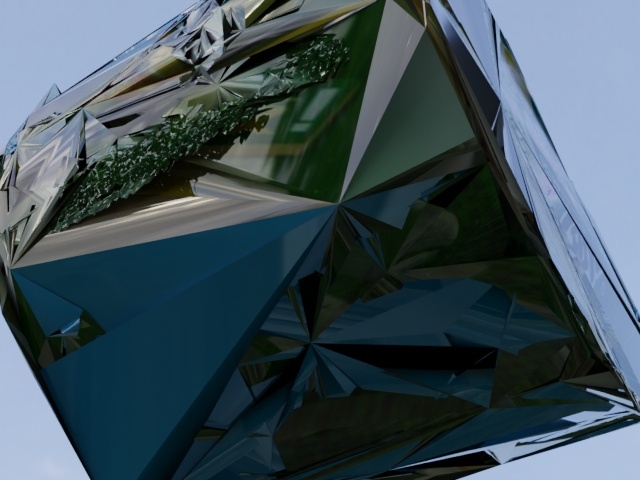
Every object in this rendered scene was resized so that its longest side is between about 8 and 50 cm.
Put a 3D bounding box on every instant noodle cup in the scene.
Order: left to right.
[{"bbox_3d":[0.000,0.000,0.662,0.178,0.240,0.240,-27,-52,12],"label":"instant noodle cup"}]
